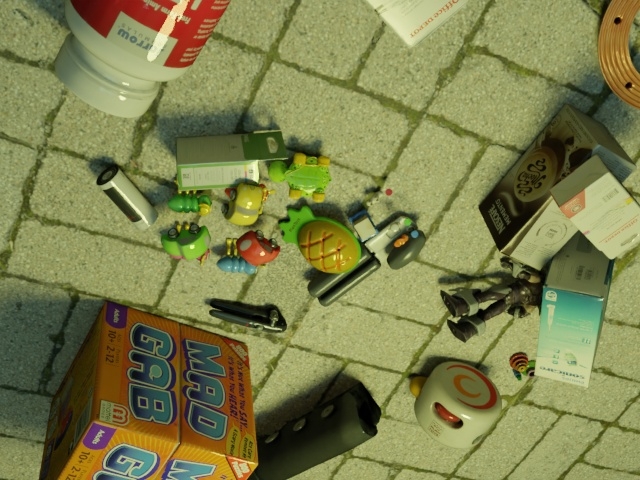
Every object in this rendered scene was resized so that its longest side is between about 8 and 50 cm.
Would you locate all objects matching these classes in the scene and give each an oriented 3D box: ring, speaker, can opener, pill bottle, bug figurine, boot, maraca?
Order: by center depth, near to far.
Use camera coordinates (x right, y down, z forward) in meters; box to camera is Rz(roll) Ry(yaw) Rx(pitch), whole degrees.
[{"bbox_3d":[-0.264,-0.408,1.393,0.229,0.229,0.407,23,120,-25],"label":"pill bottle"},{"bbox_3d":[0.696,-0.402,1.672,0.337,0.032,0.336,-2,121,-3],"label":"ring"},{"bbox_3d":[-0.383,-0.083,1.733,0.055,0.055,0.136,-27,127,11],"label":"speaker"},{"bbox_3d":[-0.209,-0.025,1.798,0.217,0.072,0.278,2,127,-11],"label":"bug figurine"},{"bbox_3d":[0.000,0.000,1.844,0.186,0.099,0.127,33,122,-2],"label":"maraca"},{"bbox_3d":[0.102,0.055,1.899,0.283,0.095,0.076,-38,124,10],"label":"can opener"},{"bbox_3d":[-0.163,0.177,1.970,0.186,0.059,0.073,15,124,-21],"label":"can opener"},{"bbox_3d":[-0.068,0.543,2.082,0.445,0.367,0.146,-26,111,13],"label":"boot"}]

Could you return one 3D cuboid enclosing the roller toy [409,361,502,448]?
[{"bbox_3d":[0.335,0.411,2.155,0.210,0.191,0.146,12,125,-19],"label":"roller toy"}]

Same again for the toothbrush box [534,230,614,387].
[{"bbox_3d":[0.558,0.140,1.902,0.126,0.216,0.295,12,135,19],"label":"toothbrush box"}]

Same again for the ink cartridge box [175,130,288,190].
[{"bbox_3d":[-0.172,-0.154,1.680,0.210,0.109,0.062,-5,126,-7],"label":"ink cartridge box"}]

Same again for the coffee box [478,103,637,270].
[{"bbox_3d":[0.480,-0.107,1.797,0.119,0.168,0.297,23,120,-25],"label":"coffee box"}]

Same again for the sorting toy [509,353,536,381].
[{"bbox_3d":[0.521,0.331,2.222,0.102,0.042,0.061,33,115,-30],"label":"sorting toy"}]

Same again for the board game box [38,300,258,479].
[{"bbox_3d":[-0.386,0.420,1.928,0.357,0.356,0.356,21,121,-23],"label":"board game box"}]

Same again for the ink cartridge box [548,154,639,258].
[{"bbox_3d":[0.552,-0.061,1.697,0.115,0.067,0.198,-39,124,19],"label":"ink cartridge box"}]

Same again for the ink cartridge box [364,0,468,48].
[{"bbox_3d":[0.146,-0.455,1.523,0.140,0.082,0.191,-38,126,19],"label":"ink cartridge box"}]

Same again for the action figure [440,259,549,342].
[{"bbox_3d":[0.427,0.127,2.017,0.285,0.099,0.185,-19,123,-14],"label":"action figure"}]

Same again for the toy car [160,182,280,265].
[{"bbox_3d":[-0.202,-0.003,1.718,0.225,0.053,0.239,-13,142,0],"label":"toy car"}]

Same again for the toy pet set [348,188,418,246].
[{"bbox_3d":[0.127,-0.041,1.851,0.114,0.065,0.122,-30,104,5],"label":"toy pet set"}]

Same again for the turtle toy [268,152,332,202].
[{"bbox_3d":[-0.040,-0.132,1.749,0.130,0.066,0.095,7,103,-12],"label":"turtle toy"}]
